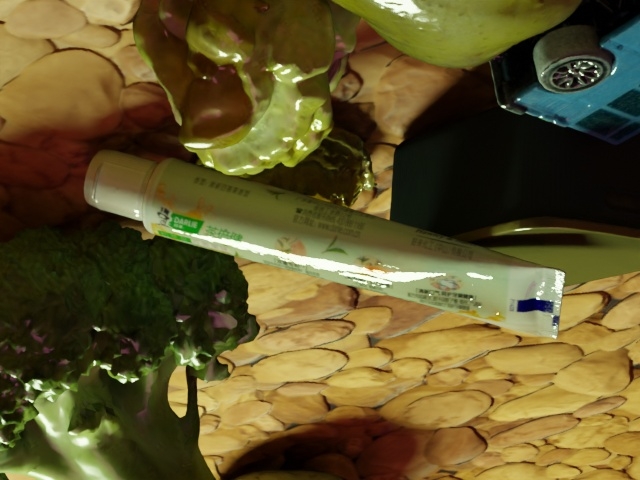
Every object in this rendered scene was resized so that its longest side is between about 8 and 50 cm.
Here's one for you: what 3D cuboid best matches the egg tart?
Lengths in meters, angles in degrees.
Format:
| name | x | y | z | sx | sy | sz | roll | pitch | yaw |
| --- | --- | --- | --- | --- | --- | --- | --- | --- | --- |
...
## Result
| name | x | y | z | sx | sy | sz | roll | pitch | yaw |
| --- | --- | --- | --- | --- | --- | --- | --- | --- | --- |
| egg tart | -0.023 | -0.033 | 1.303 | 0.130 | 0.052 | 0.130 | -6 | 148 | -4 |

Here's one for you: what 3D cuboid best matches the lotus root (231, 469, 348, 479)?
| name | x | y | z | sx | sy | sz | roll | pitch | yaw |
| --- | --- | --- | --- | --- | --- | --- | --- | --- | --- |
| lotus root | -0.042 | 0.309 | 1.804 | 0.173 | 0.173 | 0.309 | 1 | 149 | -17 |

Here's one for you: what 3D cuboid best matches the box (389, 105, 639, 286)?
| name | x | y | z | sx | sy | sz | roll | pitch | yaw |
| --- | --- | --- | --- | --- | --- | --- | --- | --- | --- |
| box | 0.142 | -0.029 | 1.258 | 0.144 | 0.090 | 0.201 | 9 | 167 | -26 |

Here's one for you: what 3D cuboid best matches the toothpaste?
| name | x | y | z | sx | sy | sz | roll | pitch | yaw |
| --- | --- | --- | --- | --- | --- | --- | --- | --- | --- |
| toothpaste | 0.000 | 0.000 | 1.228 | 0.314 | 0.056 | 0.058 | 15 | -168 | 12 |

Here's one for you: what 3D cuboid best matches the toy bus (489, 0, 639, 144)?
| name | x | y | z | sx | sy | sz | roll | pitch | yaw |
| --- | --- | --- | --- | --- | --- | --- | --- | --- | --- |
| toy bus | 0.209 | -0.157 | 1.080 | 0.133 | 0.116 | 0.234 | 18 | 144 | -39 |

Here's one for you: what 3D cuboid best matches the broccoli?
| name | x | y | z | sx | sy | sz | roll | pitch | yaw |
| --- | --- | --- | --- | --- | --- | --- | --- | --- | --- |
| broccoli | -0.162 | 0.095 | 1.384 | 0.302 | 0.186 | 0.254 | 20 | 101 | -40 |

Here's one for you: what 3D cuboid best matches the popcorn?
| name | x | y | z | sx | sy | sz | roll | pitch | yaw |
| --- | --- | --- | --- | --- | --- | --- | --- | --- | --- |
| popcorn | -0.038 | -0.104 | 1.102 | 0.126 | 0.126 | 0.145 | -5 | 165 | -26 |

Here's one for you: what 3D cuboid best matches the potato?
| name | x | y | z | sx | sy | sz | roll | pitch | yaw |
| --- | --- | --- | --- | --- | --- | --- | --- | --- | --- |
| potato | 0.053 | -0.172 | 0.983 | 0.154 | 0.137 | 0.200 | -26 | 140 | 15 |
